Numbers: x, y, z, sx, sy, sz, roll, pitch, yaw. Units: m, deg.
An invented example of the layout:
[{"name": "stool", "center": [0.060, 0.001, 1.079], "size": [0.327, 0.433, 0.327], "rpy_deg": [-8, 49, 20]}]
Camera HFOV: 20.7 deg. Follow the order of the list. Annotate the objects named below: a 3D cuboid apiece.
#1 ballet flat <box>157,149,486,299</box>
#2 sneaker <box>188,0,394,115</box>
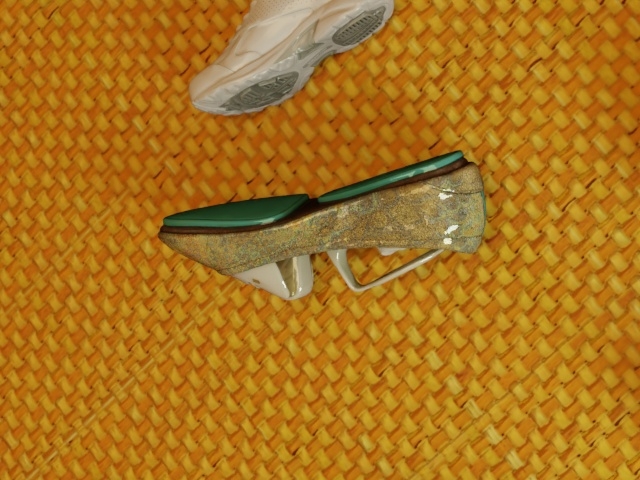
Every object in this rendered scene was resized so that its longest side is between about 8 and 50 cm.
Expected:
[{"name": "ballet flat", "center": [0.000, 0.000, 1.727], "size": [0.348, 0.123, 0.123], "rpy_deg": [-11, 83, 23]}, {"name": "sneaker", "center": [-0.042, -0.216, 1.772], "size": [0.232, 0.090, 0.115], "rpy_deg": [-32, 69, 10]}]
